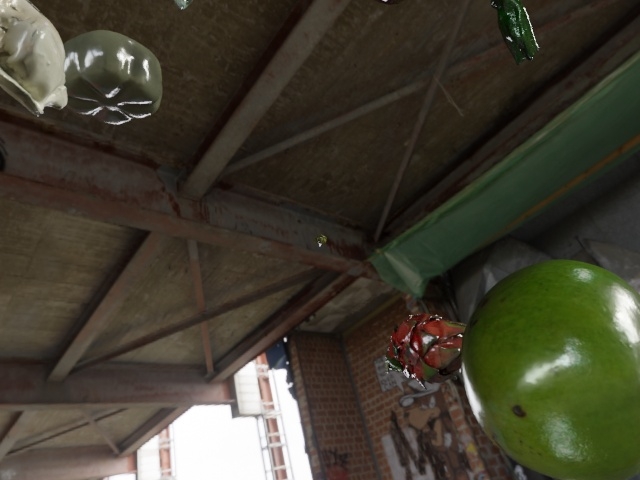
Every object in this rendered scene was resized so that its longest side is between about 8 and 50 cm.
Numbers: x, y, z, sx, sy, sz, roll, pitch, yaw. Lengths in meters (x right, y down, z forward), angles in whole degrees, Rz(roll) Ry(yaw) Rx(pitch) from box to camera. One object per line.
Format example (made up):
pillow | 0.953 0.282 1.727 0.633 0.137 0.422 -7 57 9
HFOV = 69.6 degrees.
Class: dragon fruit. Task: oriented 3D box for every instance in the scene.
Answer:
dragon fruit | 0.254 0.254 1.081 0.189 0.182 0.182 23 -43 -3

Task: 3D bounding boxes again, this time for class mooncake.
mooncake | -0.544 -0.406 1.193 0.275 0.135 0.275 -7 -16 -2

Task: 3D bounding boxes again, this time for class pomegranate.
pomegranate | 0.352 0.143 0.614 0.359 0.309 0.216 -18 -63 41

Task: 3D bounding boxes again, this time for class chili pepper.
chili pepper | 0.465 -0.527 1.113 0.061 0.224 0.098 -15 -6 1

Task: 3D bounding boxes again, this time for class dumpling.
dumpling | -0.475 -0.292 0.734 0.119 0.136 0.199 -5 -49 9

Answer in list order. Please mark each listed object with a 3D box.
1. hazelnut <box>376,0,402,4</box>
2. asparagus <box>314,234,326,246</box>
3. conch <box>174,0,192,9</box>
hazelnut | 0.183 -0.690 1.075 0.217 0.217 0.251 7 -42 -32
asparagus | 0.000 -0.001 1.032 0.025 0.021 0.108 -47 3 -2
conch | -0.171 -0.361 0.542 0.088 0.180 0.065 -22 -8 13
